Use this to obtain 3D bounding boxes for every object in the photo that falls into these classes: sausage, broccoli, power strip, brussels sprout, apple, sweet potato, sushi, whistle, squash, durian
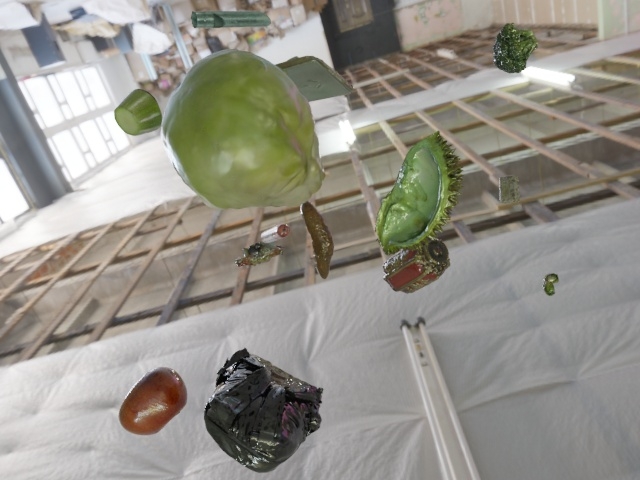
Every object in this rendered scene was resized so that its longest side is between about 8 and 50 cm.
[{"bbox_3d":[-0.099,-0.013,1.040,0.029,0.029,0.223,-25,-176,-17],"label":"sausage"},{"bbox_3d":[0.618,-0.617,1.572,0.138,0.162,0.146,-31,-164,14],"label":"broccoli"},{"bbox_3d":[-0.049,-0.401,1.188,0.213,0.064,0.198,-4,171,28],"label":"power strip"},{"bbox_3d":[0.796,0.148,1.695,0.051,0.046,0.083,29,-124,7],"label":"brussels sprout"},{"bbox_3d":[-0.145,-0.185,0.902,0.274,0.316,0.243,-38,-165,-35],"label":"brussels sprout"},{"bbox_3d":[-0.557,0.547,1.645,0.235,0.173,0.210,-53,178,19],"label":"apple"},{"bbox_3d":[0.002,-0.002,2.004,0.092,0.341,0.114,-21,-171,-37],"label":"sweet potato"},{"bbox_3d":[-0.265,0.056,2.143,0.226,0.103,0.097,-23,-169,-15],"label":"sushi"},{"bbox_3d":[-0.337,-0.845,1.870,0.312,0.062,0.062,-16,-161,-31],"label":"whistle"},{"bbox_3d":[-0.699,-0.475,1.861,0.170,0.170,0.123,-3,-145,31],"label":"squash"},{"bbox_3d":[0.281,-0.107,1.405,0.198,0.394,0.163,30,-151,0],"label":"durian"}]

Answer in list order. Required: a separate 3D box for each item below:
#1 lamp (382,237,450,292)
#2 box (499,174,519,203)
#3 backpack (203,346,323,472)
[{"bbox_3d":[0.345,0.091,1.776,0.177,0.177,0.274,-35,177,-35],"label":"lamp"},{"bbox_3d":[0.675,-0.183,1.750,0.045,0.098,0.062,6,172,-39],"label":"box"},{"bbox_3d":[-0.172,0.504,1.463,0.363,0.254,0.446,27,-173,4],"label":"backpack"}]
